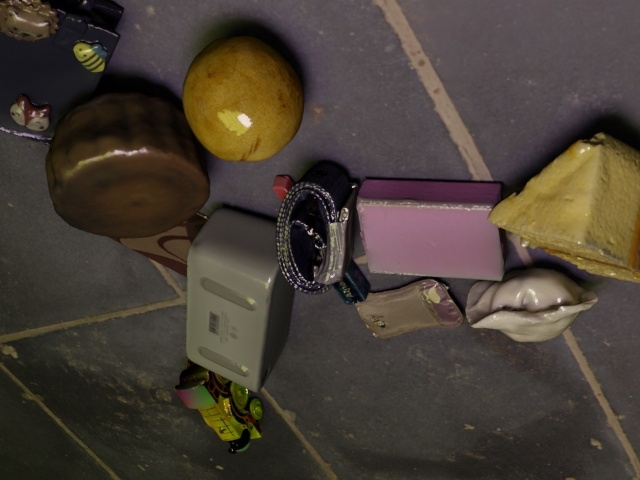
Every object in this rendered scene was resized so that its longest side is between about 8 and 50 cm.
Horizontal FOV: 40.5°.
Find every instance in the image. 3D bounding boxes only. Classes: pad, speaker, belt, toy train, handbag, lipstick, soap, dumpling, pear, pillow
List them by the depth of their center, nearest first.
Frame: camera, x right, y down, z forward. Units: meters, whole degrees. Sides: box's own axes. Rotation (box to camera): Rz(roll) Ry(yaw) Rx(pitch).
[{"bbox_3d":[-0.131,-0.237,1.431,0.208,0.209,0.209,12,135,13],"label":"pear"},{"bbox_3d":[-0.533,-0.330,1.506,0.303,0.122,0.329,17,138,-26],"label":"handbag"},{"bbox_3d":[0.206,-0.021,1.573,0.259,0.081,0.181,2,131,20],"label":"soap"},{"bbox_3d":[0.376,0.116,1.573,0.250,0.162,0.132,-1,117,37],"label":"dumpling"},{"bbox_3d":[0.000,-0.022,1.599,0.139,0.126,0.231,11,118,16],"label":"belt"},{"bbox_3d":[0.000,0.000,1.706,0.051,0.051,0.312,-14,124,33],"label":"lipstick"},{"bbox_3d":[0.176,0.143,1.775,0.232,0.038,0.131,-16,121,37],"label":"pillow"},{"bbox_3d":[-0.167,0.126,1.811,0.184,0.183,0.406,21,137,11],"label":"speaker"},{"bbox_3d":[-0.371,-0.036,1.867,0.330,0.004,0.220,27,136,-3],"label":"pad"},{"bbox_3d":[-0.239,0.395,2.116,0.100,0.161,0.296,-13,125,25],"label":"toy train"}]

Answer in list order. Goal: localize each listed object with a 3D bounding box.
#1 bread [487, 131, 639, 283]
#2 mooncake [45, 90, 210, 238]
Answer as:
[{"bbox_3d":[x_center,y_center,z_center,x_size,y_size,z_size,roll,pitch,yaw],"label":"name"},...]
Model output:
[{"bbox_3d":[0.438,-0.048,1.404,0.263,0.199,0.236,21,170,-26],"label":"bread"},{"bbox_3d":[-0.354,-0.135,1.589,0.290,0.161,0.290,-9,148,-6],"label":"mooncake"}]
